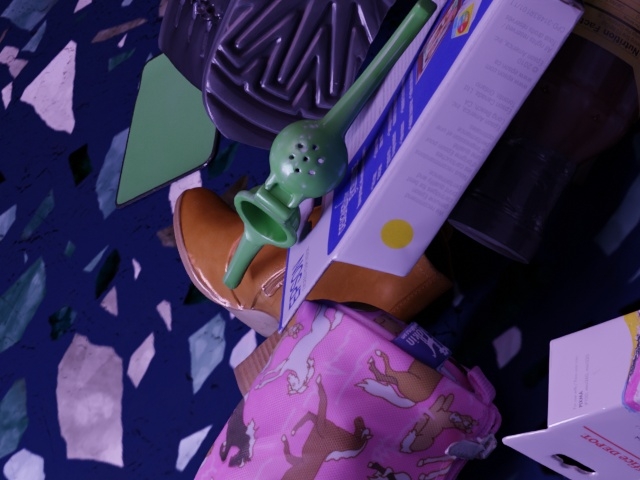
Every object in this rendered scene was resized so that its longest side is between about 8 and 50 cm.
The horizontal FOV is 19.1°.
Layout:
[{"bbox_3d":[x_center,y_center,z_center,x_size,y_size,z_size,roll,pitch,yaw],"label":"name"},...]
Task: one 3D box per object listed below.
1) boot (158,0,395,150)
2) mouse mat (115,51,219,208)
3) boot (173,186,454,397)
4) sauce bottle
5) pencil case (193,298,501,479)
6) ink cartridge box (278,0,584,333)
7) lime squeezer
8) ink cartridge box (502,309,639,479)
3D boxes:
[{"bbox_3d":[-0.005,-0.275,1.629,0.367,0.146,0.445,-55,12,7],"label":"boot"},{"bbox_3d":[-0.146,-0.131,1.919,0.152,0.007,0.190,-23,47,40],"label":"mouse mat"},{"bbox_3d":[0.000,0.000,1.571,0.211,0.104,0.295,-41,41,14],"label":"boot"},{"bbox_3d":[0.204,-0.148,1.404,0.111,0.111,0.344,28,88,56],"label":"sauce bottle"},{"bbox_3d":[-0.022,0.232,1.353,0.386,0.160,0.167,-61,30,-4],"label":"pencil case"},{"bbox_3d":[0.079,-0.100,1.397,0.307,0.072,0.303,-59,10,22],"label":"ink cartridge box"},{"bbox_3d":[-0.021,-0.049,1.404,0.310,0.059,0.110,-54,13,35],"label":"lime squeezer"},{"bbox_3d":[0.222,0.095,1.189,0.198,0.115,0.067,-23,49,39],"label":"ink cartridge box"}]
